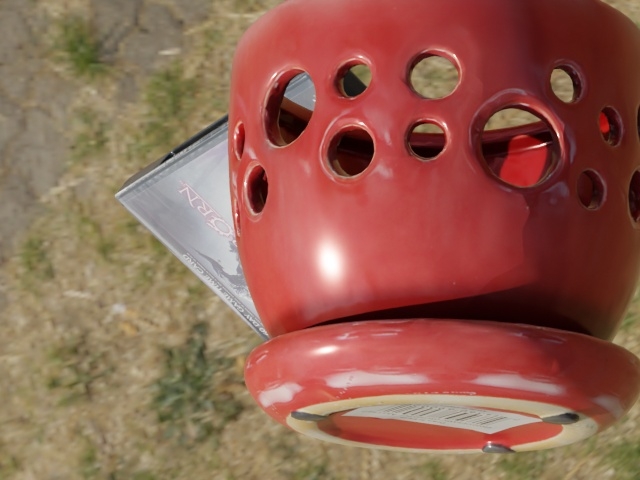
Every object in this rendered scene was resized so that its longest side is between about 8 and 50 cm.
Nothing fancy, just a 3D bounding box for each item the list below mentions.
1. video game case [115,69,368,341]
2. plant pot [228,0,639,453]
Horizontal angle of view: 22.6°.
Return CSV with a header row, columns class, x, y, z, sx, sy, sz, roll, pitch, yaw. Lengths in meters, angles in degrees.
class,x,y,z,sx,sy,sz,roll,pitch,yaw
video game case,0.000,0.000,0.983,0.196,0.026,0.274,44,149,-13
plant pot,0.051,-0.001,0.700,0.191,0.191,0.174,-6,72,29
